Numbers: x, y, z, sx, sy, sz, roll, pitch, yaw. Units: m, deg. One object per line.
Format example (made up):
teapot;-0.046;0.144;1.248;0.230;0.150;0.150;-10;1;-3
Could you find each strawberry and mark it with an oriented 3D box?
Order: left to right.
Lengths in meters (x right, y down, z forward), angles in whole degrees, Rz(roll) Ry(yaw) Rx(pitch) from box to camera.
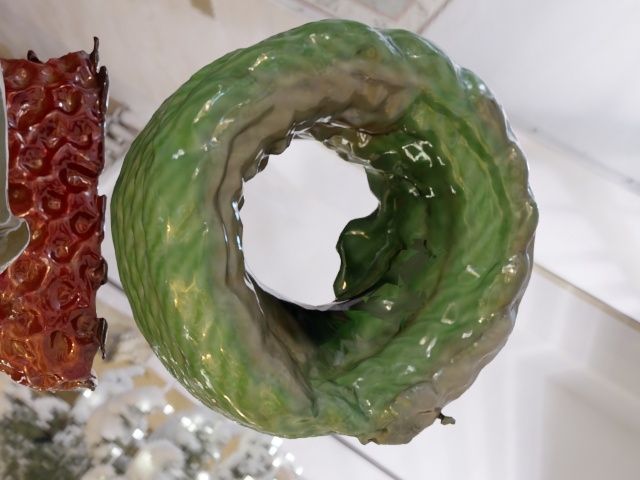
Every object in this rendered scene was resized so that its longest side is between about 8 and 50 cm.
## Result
strawberry;-0.264;-0.006;0.861;0.150;0.280;0.253;5;-21;-24

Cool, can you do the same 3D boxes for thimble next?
thimble;0.000;0.000;0.564;0.219;0.219;0.150;-52;15;-15

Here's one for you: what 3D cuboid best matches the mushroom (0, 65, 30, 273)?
mushroom;-0.170;-0.142;0.394;0.109;0.097;0.351;-2;-92;-46
